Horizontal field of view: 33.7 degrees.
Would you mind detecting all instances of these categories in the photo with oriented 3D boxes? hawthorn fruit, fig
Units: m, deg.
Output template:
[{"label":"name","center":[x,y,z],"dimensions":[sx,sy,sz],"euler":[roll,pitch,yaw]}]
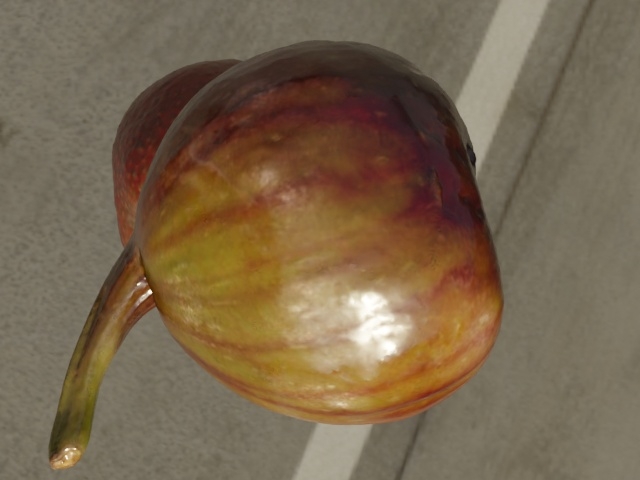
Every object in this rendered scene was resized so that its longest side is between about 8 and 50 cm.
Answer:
[{"label":"hawthorn fruit","center":[-0.129,-0.095,1.334],"dimensions":[0.284,0.369,0.285],"euler":[-14,143,-11]},{"label":"fig","center":[-0.027,0.001,0.483],"dimensions":[0.175,0.207,0.175],"euler":[-11,90,-81]}]
